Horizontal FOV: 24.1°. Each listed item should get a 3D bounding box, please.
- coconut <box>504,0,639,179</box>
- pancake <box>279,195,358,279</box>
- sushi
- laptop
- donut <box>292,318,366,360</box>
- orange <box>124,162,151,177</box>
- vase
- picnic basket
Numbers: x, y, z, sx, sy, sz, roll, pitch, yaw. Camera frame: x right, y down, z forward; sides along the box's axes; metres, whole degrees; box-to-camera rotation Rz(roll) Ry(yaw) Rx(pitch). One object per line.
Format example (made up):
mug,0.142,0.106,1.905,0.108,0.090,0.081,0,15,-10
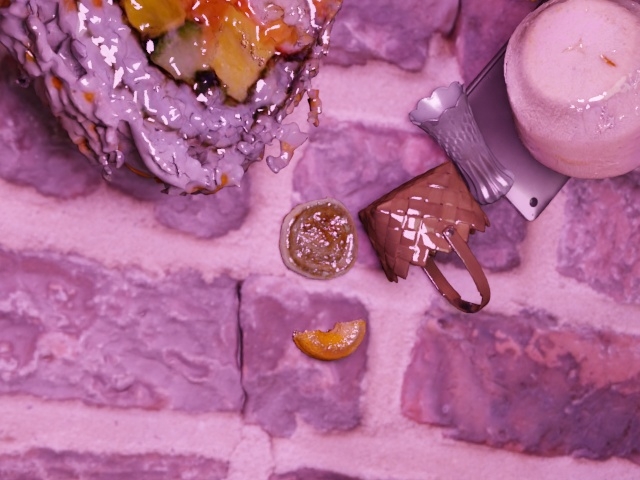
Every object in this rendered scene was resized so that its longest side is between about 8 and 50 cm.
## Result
coconut,0.330,-0.184,1.808,0.224,0.224,0.234,-64,150,-6
pancake,-0.001,0.000,1.807,0.108,0.017,0.108,0,90,-23
sushi,-0.159,-0.235,1.605,0.417,0.176,0.417,10,72,-34
laptop,0.292,-0.180,1.913,0.187,0.015,0.269,45,77,-19
donut,0.014,0.115,1.810,0.083,0.038,0.067,25,87,-23
orange,-0.193,-0.112,1.697,0.086,0.062,0.086,-2,95,-19
vase,0.178,-0.112,1.830,0.081,0.081,0.148,-42,114,-14
picnic basket,0.141,0.011,1.804,0.138,0.128,0.178,-31,95,-15
